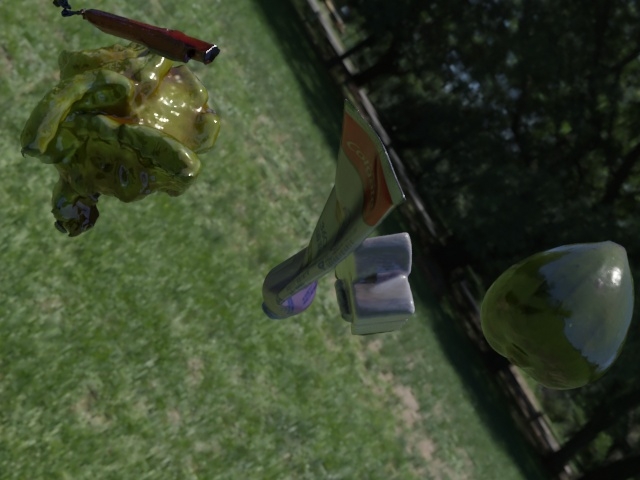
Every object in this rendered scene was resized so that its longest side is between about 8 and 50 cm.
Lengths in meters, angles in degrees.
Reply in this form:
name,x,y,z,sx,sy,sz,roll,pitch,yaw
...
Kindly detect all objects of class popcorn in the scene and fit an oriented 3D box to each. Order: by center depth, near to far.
name,x,y,z,sx,sy,sz,roll,pitch,yaw
popcorn,-0.317,-0.179,1.417,0.326,0.321,0.289,1,73,-43

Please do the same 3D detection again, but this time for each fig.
name,x,y,z,sx,sy,sz,roll,pitch,yaw
fig,0.352,0.095,1.314,0.203,0.225,0.203,40,-8,7

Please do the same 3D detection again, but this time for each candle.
name,x,y,z,sx,sy,sz,roll,pitch,yaw
candle,-0.165,-0.181,0.785,0.167,0.026,0.021,22,-15,18

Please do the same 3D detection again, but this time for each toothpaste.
name,x,y,z,sx,sy,sz,roll,pitch,yaw
toothpaste,0.000,0.000,0.712,0.301,0.048,0.075,122,-27,-61

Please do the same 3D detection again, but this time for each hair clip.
name,x,y,z,sx,sy,sz,roll,pitch,yaw
hair clip,0.058,0.057,1.055,0.331,0.085,0.101,75,12,-83
